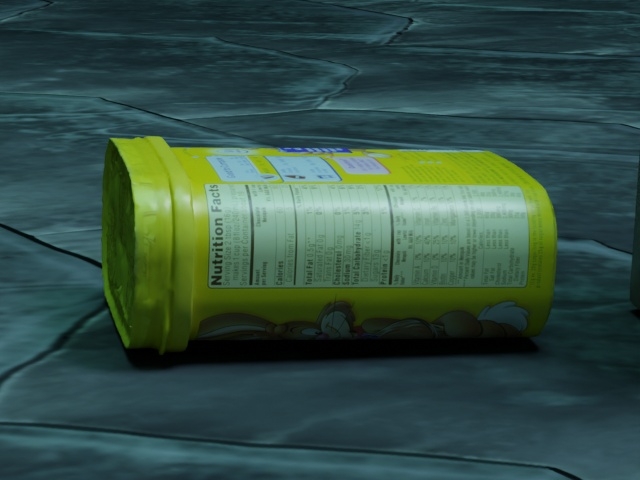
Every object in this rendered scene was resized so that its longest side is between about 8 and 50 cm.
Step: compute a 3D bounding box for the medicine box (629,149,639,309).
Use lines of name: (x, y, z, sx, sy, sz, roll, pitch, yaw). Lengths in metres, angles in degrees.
medicine box: (0.290, -0.087, 0.797, 0.289, 0.263, 0.149, -2, 14, -14)

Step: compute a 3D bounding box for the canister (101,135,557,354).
canister: (0.000, 0.000, 0.815, 0.170, 0.073, 0.126, 0, 13, -12)
